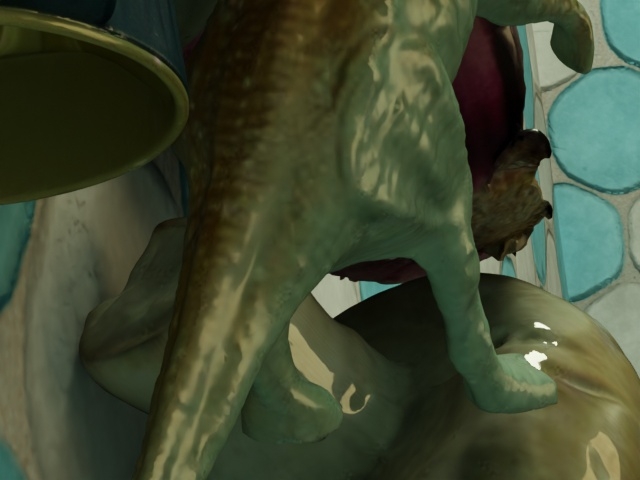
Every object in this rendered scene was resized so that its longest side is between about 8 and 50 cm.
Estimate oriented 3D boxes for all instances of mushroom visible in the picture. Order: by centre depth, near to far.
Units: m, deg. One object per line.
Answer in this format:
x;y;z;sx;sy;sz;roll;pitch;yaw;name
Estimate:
0.009;0.086;0.650;0.243;0.244;0.243;-6;90;-76;mushroom

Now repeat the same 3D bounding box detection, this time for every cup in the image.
-0.095;-0.106;0.395;0.176;0.131;0.155;-33;-121;54;cup

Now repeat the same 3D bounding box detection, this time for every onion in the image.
-0.009;-0.140;0.772;0.267;0.159;0.348;75;-1;-66;onion

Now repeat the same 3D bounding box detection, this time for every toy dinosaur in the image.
0.000;0.000;0.489;0.393;0.092;0.205;-43;136;-37;toy dinosaur

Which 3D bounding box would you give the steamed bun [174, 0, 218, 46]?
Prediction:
-0.063;-0.191;0.552;0.218;0.144;0.211;-60;-164;15;steamed bun
